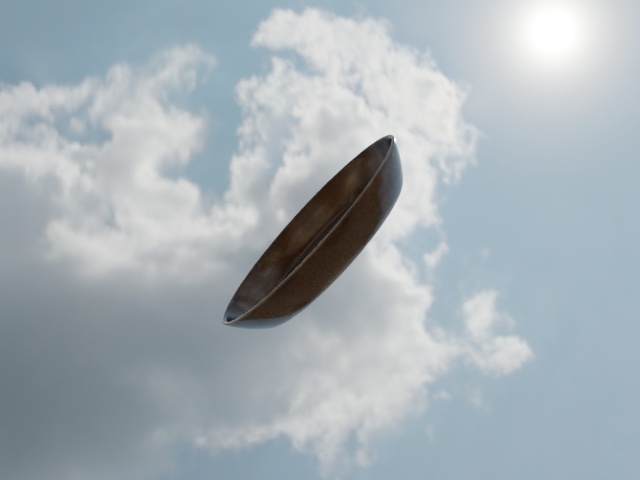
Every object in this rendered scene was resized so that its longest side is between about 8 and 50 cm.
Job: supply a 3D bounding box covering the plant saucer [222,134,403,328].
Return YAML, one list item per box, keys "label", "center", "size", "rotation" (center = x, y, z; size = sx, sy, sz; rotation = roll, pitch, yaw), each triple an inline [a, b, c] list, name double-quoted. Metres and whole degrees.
- label: "plant saucer"
  center: [0.000, 0.000, 0.686]
  size: [0.029, 0.168, 0.168]
  rotation: [42, -72, -10]
